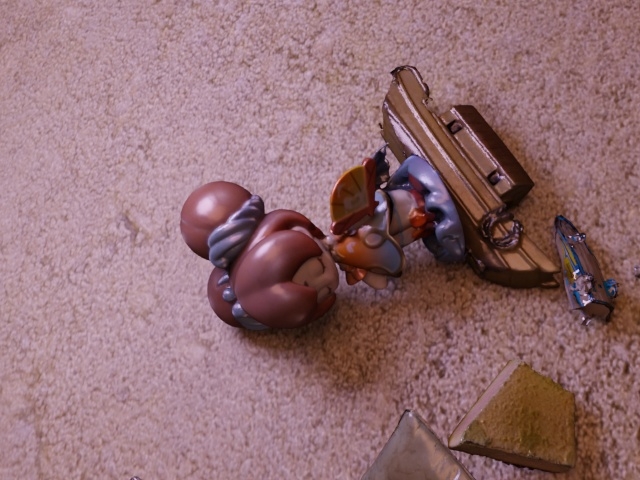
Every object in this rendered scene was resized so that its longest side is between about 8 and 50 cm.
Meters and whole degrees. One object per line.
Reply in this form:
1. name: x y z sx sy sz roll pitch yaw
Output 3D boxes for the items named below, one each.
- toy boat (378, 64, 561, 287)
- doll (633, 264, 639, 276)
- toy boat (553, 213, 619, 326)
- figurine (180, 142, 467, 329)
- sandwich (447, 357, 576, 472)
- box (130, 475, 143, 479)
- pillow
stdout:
1. toy boat: 0.249 -0.099 1.776 0.162 0.136 0.445 -29 66 -5
2. doll: 0.604 0.065 1.645 0.227 0.057 0.114 -13 55 16
3. toy boat: 0.409 0.037 1.698 0.066 0.084 0.210 -46 40 35
4. figurine: 0.000 0.000 1.693 0.388 0.276 0.248 -26 38 -10
5. sandwich: 0.282 0.245 1.576 0.193 0.058 0.162 15 62 -19
6. box: -0.264 0.415 1.664 0.098 0.062 0.045 38 79 25
7. pillow: 0.181 0.403 1.523 0.075 0.185 0.302 -11 49 -44
